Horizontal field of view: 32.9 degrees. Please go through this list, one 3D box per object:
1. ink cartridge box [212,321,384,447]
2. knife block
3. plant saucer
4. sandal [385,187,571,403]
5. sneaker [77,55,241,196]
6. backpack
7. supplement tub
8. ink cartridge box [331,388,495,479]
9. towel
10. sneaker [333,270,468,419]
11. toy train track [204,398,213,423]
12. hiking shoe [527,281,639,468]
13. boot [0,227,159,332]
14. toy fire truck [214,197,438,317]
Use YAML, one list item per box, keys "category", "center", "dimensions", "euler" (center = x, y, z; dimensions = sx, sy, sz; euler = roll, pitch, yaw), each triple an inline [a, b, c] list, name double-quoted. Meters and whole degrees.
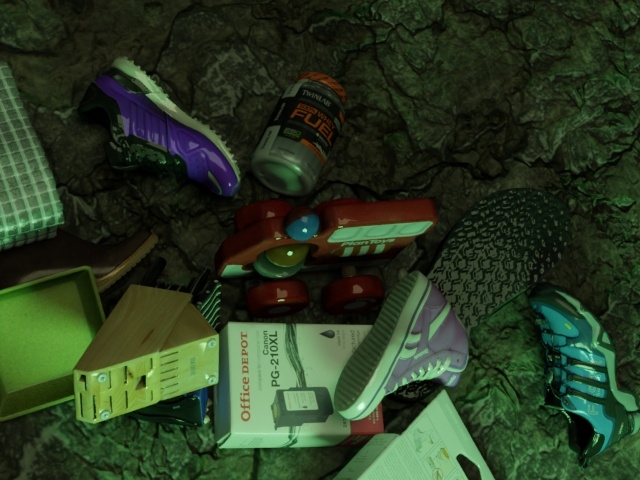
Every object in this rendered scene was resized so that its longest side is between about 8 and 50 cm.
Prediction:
- category: "ink cartridge box"
  center: [-0.036, 0.218, 1.632]
  dimensions: [0.237, 0.100, 0.172]
  euler: [3, 68, -17]
- category: "knife block"
  center: [-0.256, 0.123, 1.542]
  dimensions: [0.275, 0.088, 0.242]
  euler: [-16, 35, -29]
- category: "plant saucer"
  center: [-0.396, 0.140, 1.534]
  dimensions: [0.188, 0.045, 0.188]
  euler: [-17, 110, -14]
- category: "sandal"
  center: [0.232, 0.078, 1.788]
  dimensions: [0.167, 0.107, 0.446]
  euler: [45, 76, 2]
- category: "sneaker"
  center: [-0.264, -0.147, 1.716]
  dimensions: [0.293, 0.102, 0.146]
  euler: [41, 67, 7]
- category: "backpack"
  center: [-0.226, 0.214, 1.576]
  dimensions: [0.120, 0.098, 0.101]
  euler: [4, 45, 2]
- category: "supplement tub"
  center: [-0.032, -0.177, 1.785]
  dimensions: [0.117, 0.117, 0.190]
  euler: [26, 64, -6]
- category: "ink cartridge box"
  center: [0.158, 0.397, 1.597]
  dimensions: [0.239, 0.060, 0.275]
  euler: [-39, 106, -38]
- category: "towel"
  center: [-0.514, -0.116, 1.520]
  dimensions: [0.235, 0.121, 0.284]
  euler: [-18, 77, -27]
- category: "sneaker"
  center: [0.138, 0.188, 1.605]
  dimensions: [0.161, 0.102, 0.282]
  euler: [47, 51, -13]
- category: "toy train track"
  center: [-0.192, 0.237, 1.624]
  dimensions: [0.048, 0.014, 0.083]
  euler: [-32, 81, -26]
- category: "hiking shoe"
  center: [0.408, 0.212, 1.741]
  dimensions: [0.132, 0.113, 0.304]
  euler: [-34, 99, -20]
- category: "boot"
  center: [-0.389, 0.004, 1.610]
  dimensions: [0.248, 0.090, 0.207]
  euler: [-38, 87, -22]
- category: "toy fire truck"
  center: [0.000, 0.000, 1.646]
  dimensions: [0.302, 0.254, 0.169]
  euler: [-3, 70, -19]
